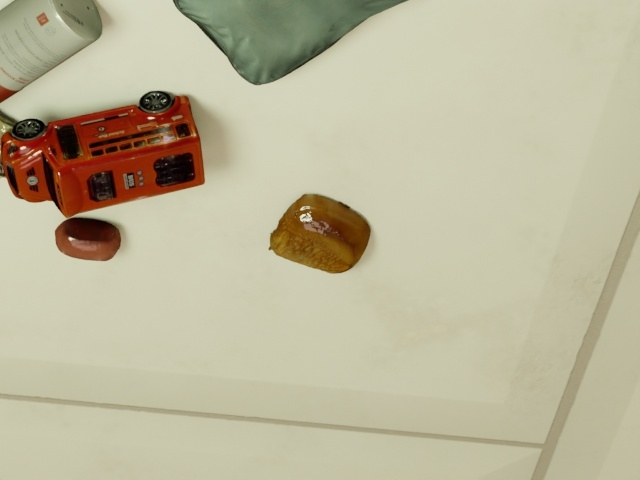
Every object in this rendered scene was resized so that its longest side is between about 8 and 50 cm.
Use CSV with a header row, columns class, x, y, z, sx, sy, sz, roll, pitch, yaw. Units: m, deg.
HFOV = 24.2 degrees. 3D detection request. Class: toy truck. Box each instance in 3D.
class,x,y,z,sx,sy,sz,roll,pitch,yaw
toy truck,-0.281,-0.105,1.940,0.253,0.114,0.107,-14,136,-12

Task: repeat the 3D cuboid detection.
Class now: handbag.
class,x,y,z,sx,sy,sz,roll,pitch,yaw
handbag,-0.012,-0.318,1.804,0.332,0.075,0.191,-26,124,27

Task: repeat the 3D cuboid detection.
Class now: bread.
class,x,y,z,sx,sy,sz,roll,pitch,yaw
bread,0.000,0.000,2.117,0.129,0.044,0.126,21,131,-23

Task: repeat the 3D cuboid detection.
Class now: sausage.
class,x,y,z,sx,sy,sz,roll,pitch,yaw
sausage,-0.329,0.000,2.108,0.094,0.059,0.054,7,150,-11

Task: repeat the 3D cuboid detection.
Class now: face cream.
class,x,y,z,sx,sy,sz,roll,pitch,yaw
face cream,-0.382,-0.239,1.859,0.214,0.096,0.096,-28,127,25

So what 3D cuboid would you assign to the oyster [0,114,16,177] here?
class,x,y,z,sx,sy,sz,roll,pitch,yaw
oyster,-0.481,-0.154,1.963,0.345,0.078,0.128,33,117,-23
